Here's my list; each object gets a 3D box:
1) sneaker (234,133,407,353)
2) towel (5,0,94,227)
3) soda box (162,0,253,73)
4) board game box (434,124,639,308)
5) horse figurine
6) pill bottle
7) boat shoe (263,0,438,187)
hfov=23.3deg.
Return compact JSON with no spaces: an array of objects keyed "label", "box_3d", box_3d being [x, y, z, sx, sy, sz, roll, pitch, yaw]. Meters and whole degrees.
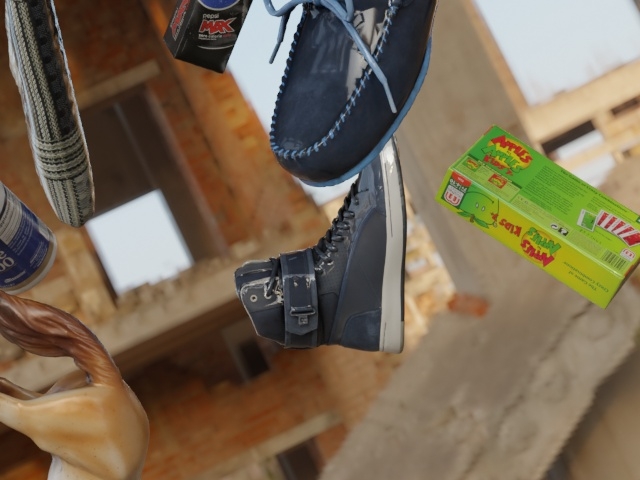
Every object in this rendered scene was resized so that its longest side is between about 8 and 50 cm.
[{"label":"sneaker","box_3d":[0.000,0.001,1.458,0.163,0.226,0.086,2,19,1]},{"label":"towel","box_3d":[-0.258,-0.221,1.317,0.056,0.324,0.312,-13,-51,-7]},{"label":"soda box","box_3d":[-0.090,-0.247,1.458,0.053,0.060,0.169,15,-70,-24]},{"label":"board game box","box_3d":[0.204,-0.023,1.399,0.092,0.181,0.043,-43,-19,-45]},{"label":"horse figurine","box_3d":[-0.160,0.137,0.924,0.175,0.263,0.066,2,30,2]},{"label":"pill bottle","box_3d":[-0.263,-0.013,1.208,0.067,0.067,0.120,-27,-39,10]},{"label":"boat shoe","box_3d":[0.017,-0.159,0.931,0.109,0.258,0.089,-1,-28,35]}]
